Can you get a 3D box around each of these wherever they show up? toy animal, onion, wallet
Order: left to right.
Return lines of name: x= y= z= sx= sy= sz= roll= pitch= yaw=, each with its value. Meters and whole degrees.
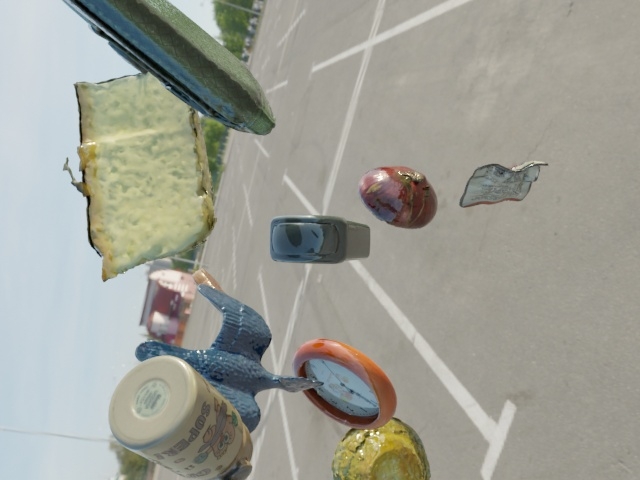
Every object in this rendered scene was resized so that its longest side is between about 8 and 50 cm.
wallet: x=-0.141 y=-0.163 z=0.377 sx=0.055 sy=0.236 sz=0.160 roll=-52 pitch=31 yaw=6
toy animal: x=-0.133 y=0.186 z=0.802 sx=0.176 sy=0.255 sz=0.239 roll=-29 pitch=47 yaw=37
onion: x=0.233 y=-0.137 z=1.607 sx=0.248 sy=0.248 sz=0.161 roll=-112 pitch=40 yaw=-69

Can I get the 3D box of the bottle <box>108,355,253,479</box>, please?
bottle: x=-0.137 y=0.218 z=0.614 sx=0.110 sy=0.097 sz=0.209 roll=43 pitch=166 yaw=37

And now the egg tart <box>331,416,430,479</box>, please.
egg tart: x=0.168 y=0.598 z=1.398 sx=0.116 sy=0.295 sz=0.294 roll=150 pitch=133 yaw=-70

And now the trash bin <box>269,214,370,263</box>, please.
trash bin: x=0.000 y=0.000 z=1.193 sx=0.236 sy=0.177 sz=0.101 roll=4 pitch=-94 yaw=-65

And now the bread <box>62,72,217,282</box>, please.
bread: x=-0.321 y=-0.139 z=0.965 sx=0.315 sy=0.249 sz=0.279 roll=-123 pitch=22 yaw=-59

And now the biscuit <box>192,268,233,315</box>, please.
biscuit: x=-0.289 y=0.165 z=1.553 sx=0.047 sy=0.202 sz=0.334 roll=-43 pitch=7 yaw=-9

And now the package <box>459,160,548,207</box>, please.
package: x=0.421 y=-0.135 z=1.275 sx=0.232 sy=0.166 sz=0.040 roll=72 pitch=-166 yaw=-72

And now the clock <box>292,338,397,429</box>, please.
clock: x=0.041 y=0.256 z=0.975 sx=0.051 sy=0.205 sz=0.205 roll=-49 pitch=-9 yaw=-41
